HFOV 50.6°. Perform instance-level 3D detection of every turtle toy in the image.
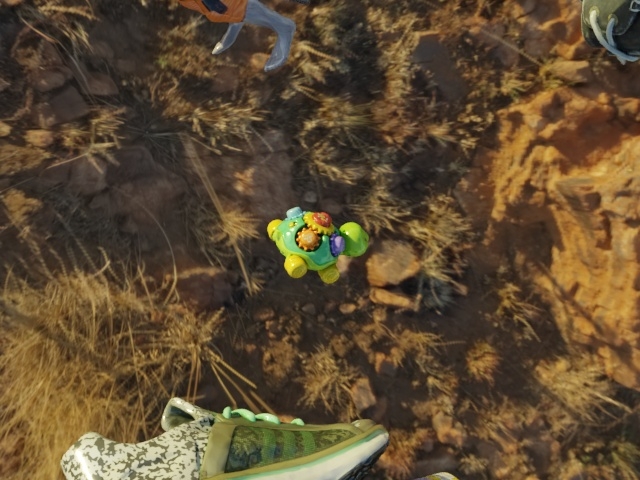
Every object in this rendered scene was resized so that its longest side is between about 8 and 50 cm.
[{"bbox_3d":[0.000,0.000,0.836,0.130,0.095,0.066,11,122,-35],"label":"turtle toy"}]

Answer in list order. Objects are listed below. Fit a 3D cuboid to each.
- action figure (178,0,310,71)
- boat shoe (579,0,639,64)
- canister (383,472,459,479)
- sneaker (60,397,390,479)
[{"bbox_3d":[-0.176,-0.377,0.809,0.179,0.341,0.330,-36,124,4],"label":"action figure"},{"bbox_3d":[0.322,-0.231,0.674,0.119,0.335,0.121,-37,127,23],"label":"boat shoe"},{"bbox_3d":[0.139,0.339,0.808,0.170,0.126,0.073,17,104,-54],"label":"canister"},{"bbox_3d":[-0.076,0.215,0.684,0.158,0.182,0.410,-54,151,19],"label":"sneaker"}]
